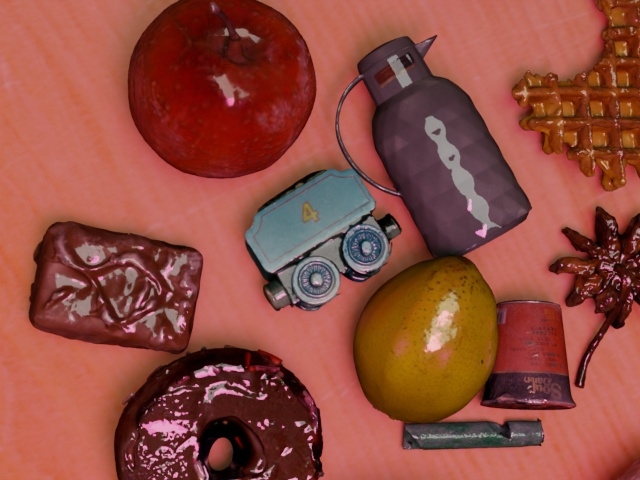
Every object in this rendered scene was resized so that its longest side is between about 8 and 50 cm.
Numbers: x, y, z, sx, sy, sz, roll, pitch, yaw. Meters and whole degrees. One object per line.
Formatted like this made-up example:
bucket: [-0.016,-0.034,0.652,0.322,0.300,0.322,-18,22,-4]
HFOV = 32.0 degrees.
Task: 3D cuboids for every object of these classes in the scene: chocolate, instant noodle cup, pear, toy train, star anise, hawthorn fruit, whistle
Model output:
chocolate: [-0.259,0.057,1.392,0.214,0.093,0.148,10,84,-7]
instant noodle cup: [0.270,0.151,1.457,0.127,0.127,0.135,4,78,-8]
pear: [0.137,0.114,1.392,0.188,0.187,0.219,13,110,-7]
toy train: [0.000,0.000,1.430,0.198,0.107,0.154,-32,84,-9]
star anise: [0.405,0.068,1.500,0.177,0.073,0.233,-13,96,0]
hawthorn fruit: [-0.111,-0.184,1.367,0.235,0.263,0.231,4,109,-34]
whistle: [0.201,0.257,1.474,0.186,0.039,0.039,0,86,-7]

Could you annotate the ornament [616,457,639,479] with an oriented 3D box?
ornament: [0.468,0.391,1.399,0.259,0.259,0.225,24,99,-6]

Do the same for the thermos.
thermos: [0.132,-0.116,1.438,0.182,0.145,0.286,-30,89,-1]

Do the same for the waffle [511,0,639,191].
waffle: [0.410,-0.215,1.522,0.260,0.069,0.293,38,79,-7]

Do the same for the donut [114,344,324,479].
donut: [-0.125,0.255,1.382,0.270,0.103,0.269,-1,96,-14]
